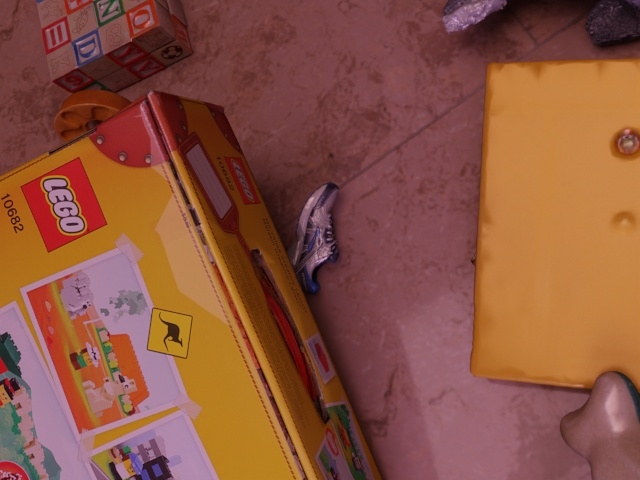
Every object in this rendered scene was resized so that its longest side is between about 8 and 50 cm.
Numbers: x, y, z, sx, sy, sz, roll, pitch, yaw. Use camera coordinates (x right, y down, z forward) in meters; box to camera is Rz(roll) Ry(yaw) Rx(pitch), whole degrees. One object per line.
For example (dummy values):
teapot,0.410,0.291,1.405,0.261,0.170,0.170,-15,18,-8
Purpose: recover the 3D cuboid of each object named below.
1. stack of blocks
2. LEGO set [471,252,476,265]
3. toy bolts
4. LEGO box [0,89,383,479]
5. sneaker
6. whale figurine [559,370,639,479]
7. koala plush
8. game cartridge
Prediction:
stack of blocks,-0.300,-0.361,1.161,0.171,0.087,0.297,-23,70,15
LEGO set,0.278,-0.019,0.861,0.244,0.060,0.182,2,74,23
toy bolts,-0.267,-0.044,1.009,0.228,0.218,0.158,-15,58,26
LEGO box,-0.189,0.160,0.853,0.372,0.193,0.500,-23,88,15
sneaker,0.000,0.000,0.978,0.058,0.052,0.135,22,94,15
whale figurine,0.326,0.242,0.737,0.272,0.141,0.216,61,146,36
koala plush,0.228,-0.318,0.894,0.221,0.203,0.196,-4,75,33
game cartridge,0.296,-0.015,0.820,0.285,0.053,0.323,3,90,21
